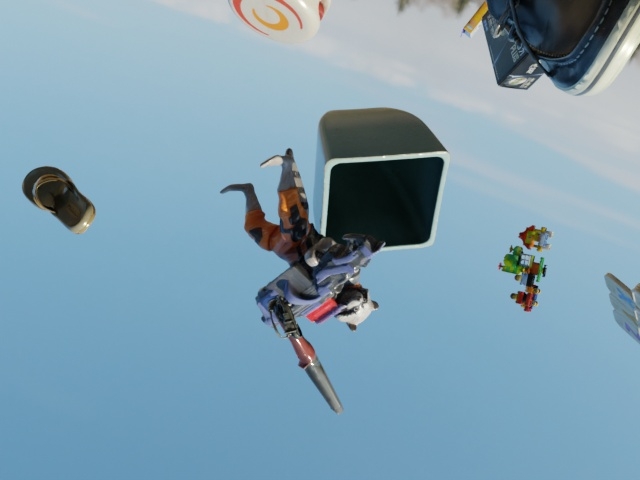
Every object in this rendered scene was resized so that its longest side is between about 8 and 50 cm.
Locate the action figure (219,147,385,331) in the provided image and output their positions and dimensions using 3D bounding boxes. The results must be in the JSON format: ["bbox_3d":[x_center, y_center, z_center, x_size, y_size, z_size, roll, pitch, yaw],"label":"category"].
[{"bbox_3d":[0.000,0.000,1.466,0.178,0.341,0.330,-38,-82,-44],"label":"action figure"}]

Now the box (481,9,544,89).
[{"bbox_3d":[0.416,-0.426,1.760,0.077,0.147,0.180,3,-114,-23],"label":"box"}]

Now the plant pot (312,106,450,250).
[{"bbox_3d":[0.100,-0.149,1.781,0.247,0.248,0.252,-5,-138,-10],"label":"plant pot"}]

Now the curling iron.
[{"bbox_3d":[-0.022,0.189,1.341,0.035,0.274,0.068,-21,-140,5],"label":"curling iron"}]

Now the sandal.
[{"bbox_3d":[-0.413,-0.069,1.325,0.180,0.072,0.049,34,-176,37],"label":"sandal"}]

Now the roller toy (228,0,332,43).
[{"bbox_3d":[-0.067,-0.480,1.616,0.191,0.146,0.209,5,154,44],"label":"roller toy"}]

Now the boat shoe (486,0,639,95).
[{"bbox_3d":[0.310,-0.335,1.157,0.156,0.187,0.500,21,-152,-12],"label":"boat shoe"}]

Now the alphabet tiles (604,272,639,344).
[{"bbox_3d":[0.517,0.171,1.243,0.278,0.021,0.284,49,176,39],"label":"alphabet tiles"}]

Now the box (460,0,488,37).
[{"bbox_3d":[0.405,-0.567,2.172,0.028,0.136,0.081,38,-169,5],"label":"box"}]

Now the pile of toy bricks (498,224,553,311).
[{"bbox_3d":[0.488,0.063,2.091,0.105,0.212,0.118,12,180,29],"label":"pile of toy bricks"}]
